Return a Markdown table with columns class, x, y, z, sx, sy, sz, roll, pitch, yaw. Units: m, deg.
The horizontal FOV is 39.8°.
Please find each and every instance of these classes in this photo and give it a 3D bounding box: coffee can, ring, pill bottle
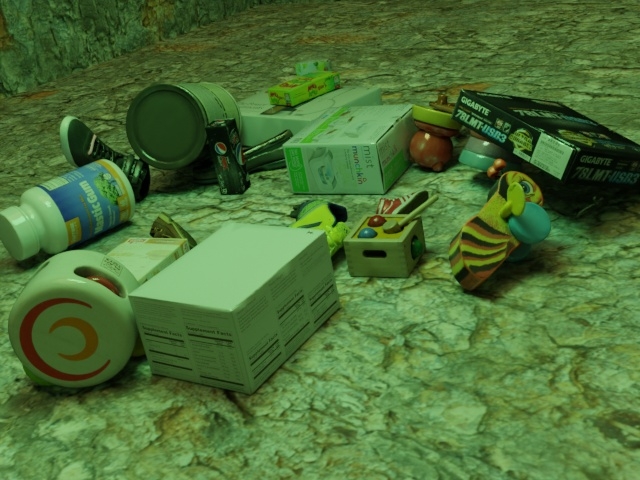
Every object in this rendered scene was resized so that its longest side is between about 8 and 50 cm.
| class | x | y | z | sx | sy | sz | roll | pitch | yaw |
| --- | --- | --- | --- | --- | --- | --- | --- | --- | --- |
| coffee can | -0.328 | -0.287 | 2.177 | 0.201 | 0.202 | 0.275 | -5 | 9 | 14 |
| ring | 0.412 | -0.290 | 1.992 | 0.336 | 0.032 | 0.336 | 8 | 13 | -2 |
| pill bottle | -0.553 | -0.061 | 1.917 | 0.152 | 0.152 | 0.272 | 14 | 35 | 44 |

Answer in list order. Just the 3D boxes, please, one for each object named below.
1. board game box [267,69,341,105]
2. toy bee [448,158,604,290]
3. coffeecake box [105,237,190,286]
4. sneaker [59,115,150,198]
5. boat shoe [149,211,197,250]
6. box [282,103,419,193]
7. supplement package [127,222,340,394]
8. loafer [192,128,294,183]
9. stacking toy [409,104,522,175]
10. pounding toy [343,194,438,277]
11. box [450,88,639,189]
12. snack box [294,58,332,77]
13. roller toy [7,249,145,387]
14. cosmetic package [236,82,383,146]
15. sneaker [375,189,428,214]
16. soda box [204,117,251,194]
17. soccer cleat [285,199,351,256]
| class | x | y | z | sx | sy | sz | roll | pitch | yaw |
| --- | --- | --- | --- | --- | --- | --- | --- | --- | --- |
| board game box | -0.042 | -0.407 | 2.355 | 0.181 | 0.043 | 0.092 | -28 | 29 | -36 |
| toy bee | 0.309 | -0.045 | 1.487 | 0.298 | 0.162 | 0.195 | -22 | -20 | -45 |
| coffeecake box | -0.346 | 0.064 | 1.649 | 0.142 | 0.068 | 0.185 | 1 | 27 | 26 |
| sneaker | -0.489 | -0.192 | 2.064 | 0.146 | 0.296 | 0.105 | 4 | 62 | 16 |
| boat shoe | -0.304 | -0.005 | 1.806 | 0.060 | 0.064 | 0.178 | -49 | 31 | -6 |
| box | 0.080 | -0.212 | 1.998 | 0.231 | 0.127 | 0.262 | 2 | 27 | 26 |
| supplement package | -0.129 | 0.095 | 1.391 | 0.204 | 0.145 | 0.262 | 5 | 28 | 33 |
| loafer | -0.187 | -0.208 | 2.160 | 0.267 | 0.084 | 0.096 | -13 | 24 | -4 |
| stacking toy | 0.360 | -0.190 | 1.914 | 0.279 | 0.130 | 0.309 | 5 | 15 | -35 |
| pounding toy | 0.130 | -0.009 | 1.559 | 0.141 | 0.100 | 0.130 | 0 | 27 | 25 |
| box | 0.444 | -0.189 | 1.644 | 0.295 | 0.073 | 0.293 | 1 | 30 | -38 |
| snack box | -0.011 | -0.446 | 2.537 | 0.100 | 0.141 | 0.037 | -1 | 27 | 23 |
| roller toy | -0.375 | 0.118 | 1.390 | 0.209 | 0.191 | 0.146 | -10 | 23 | 3 |
| cosmetic package | -0.063 | -0.337 | 2.383 | 0.377 | 0.097 | 0.284 | 11 | 29 | 41 |
| sneaker | 0.159 | -0.072 | 1.757 | 0.067 | 0.042 | 0.118 | 16 | 38 | 40 |
| soda box | -0.211 | -0.192 | 2.031 | 0.060 | 0.169 | 0.053 | -1 | 26 | 22 |
| soccer cleat | 0.000 | -0.001 | 1.613 | 0.121 | 0.093 | 0.289 | -3 | 25 | 5 |
